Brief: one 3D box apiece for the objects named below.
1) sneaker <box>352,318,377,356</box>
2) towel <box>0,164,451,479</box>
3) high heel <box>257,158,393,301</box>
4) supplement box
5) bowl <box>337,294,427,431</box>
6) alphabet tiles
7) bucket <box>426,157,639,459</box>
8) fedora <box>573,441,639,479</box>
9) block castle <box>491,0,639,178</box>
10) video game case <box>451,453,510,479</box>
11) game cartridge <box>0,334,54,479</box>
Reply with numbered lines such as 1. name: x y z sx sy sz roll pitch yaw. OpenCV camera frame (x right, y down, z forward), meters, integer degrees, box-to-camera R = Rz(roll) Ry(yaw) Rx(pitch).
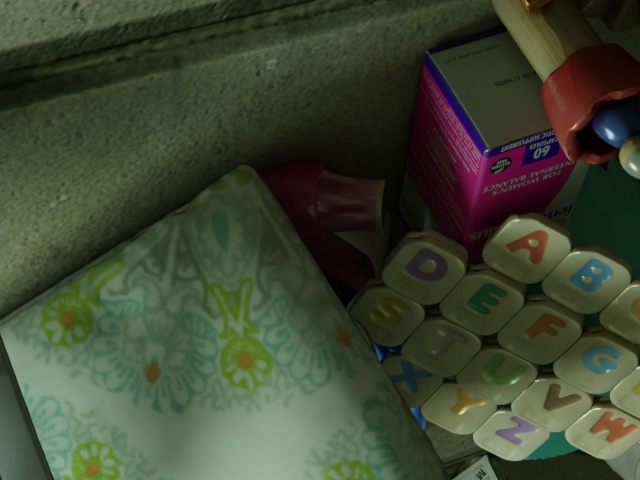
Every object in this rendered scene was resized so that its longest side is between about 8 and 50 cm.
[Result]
1. sneaker: -0.063 0.180 1.300 0.153 0.099 0.282 3 132 -32
2. towel: -0.125 0.169 1.207 0.374 0.320 0.090 -32 -173 10
3. high heel: 0.000 0.000 1.301 0.117 0.082 0.244 6 164 6
4. supplement box: 0.145 -0.063 1.259 0.111 0.114 0.220 -19 150 -16
5. bowl: -0.089 0.195 1.432 0.391 0.077 0.391 -15 136 -15
6. alphabet tiles: 0.169 0.094 1.282 0.284 0.021 0.278 28 135 -11
7. bucket: 0.238 0.074 1.463 0.281 0.183 0.281 -19 148 -12
8. fedora: 0.426 0.235 1.909 0.244 0.124 0.275 -32 149 7
9. block castle: 0.341 -0.245 1.042 0.453 0.212 0.303 -26 149 -4
10. video game case: 0.178 0.422 1.910 0.232 0.210 0.042 -40 147 19
11. game cartridge: -0.327 0.131 1.072 0.230 0.068 0.355 -18 115 -9
